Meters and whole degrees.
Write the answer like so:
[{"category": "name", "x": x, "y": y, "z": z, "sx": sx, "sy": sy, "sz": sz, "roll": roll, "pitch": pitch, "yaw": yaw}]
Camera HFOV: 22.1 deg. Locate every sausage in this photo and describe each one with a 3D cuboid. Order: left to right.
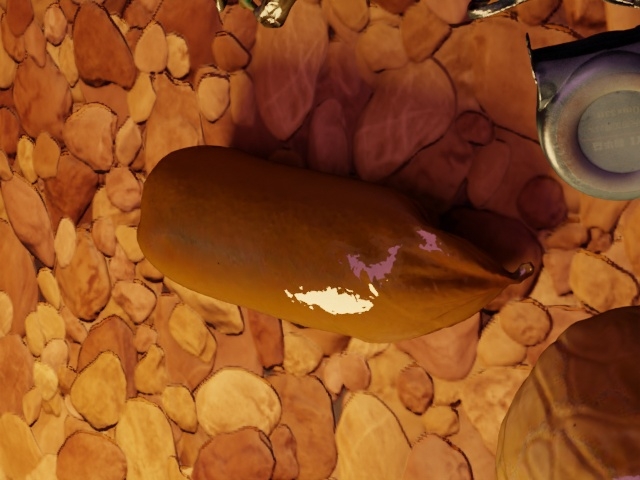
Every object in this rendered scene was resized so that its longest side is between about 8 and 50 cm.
[{"category": "sausage", "x": 0.001, "y": 0.006, "z": 1.134, "sx": 0.328, "sy": 0.112, "sz": 0.112, "roll": 14, "pitch": 109, "yaw": 40}]

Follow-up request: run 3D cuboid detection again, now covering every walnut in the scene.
[{"category": "walnut", "x": 0.202, "y": 0.141, "z": 0.890, "sx": 0.222, "sy": 0.195, "sz": 0.195, "roll": 57, "pitch": 133, "yaw": 23}]

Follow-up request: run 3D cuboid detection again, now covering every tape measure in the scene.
[{"category": "tape measure", "x": 0.163, "y": -0.103, "z": 0.993, "sx": 0.180, "sy": 0.104, "sz": 0.107, "roll": -114, "pitch": 7, "yaw": -60}]

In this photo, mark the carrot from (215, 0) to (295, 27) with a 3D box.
[{"category": "carrot", "x": -0.023, "y": -0.289, "z": 1.016, "sx": 0.193, "sy": 0.214, "sz": 0.331, "roll": 22, "pitch": 118, "yaw": 41}]
